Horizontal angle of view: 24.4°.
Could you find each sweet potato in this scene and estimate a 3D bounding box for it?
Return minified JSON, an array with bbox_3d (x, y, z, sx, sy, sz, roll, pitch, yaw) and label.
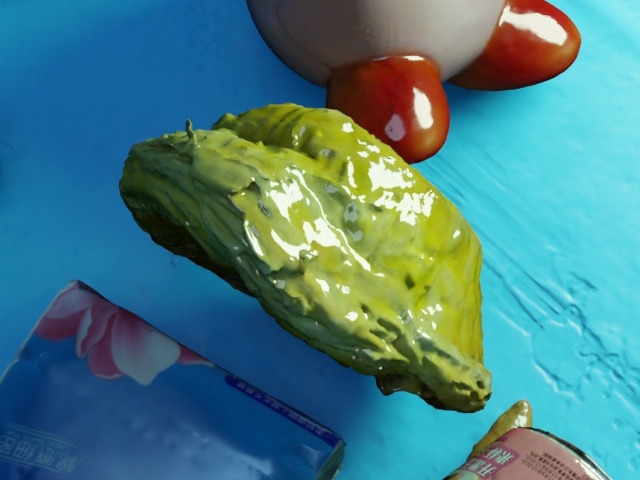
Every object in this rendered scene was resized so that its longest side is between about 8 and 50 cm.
[{"bbox_3d":[0.122,0.221,1.206,0.058,0.055,0.202,29,78,34],"label":"sweet potato"}]

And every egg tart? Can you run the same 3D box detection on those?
[{"bbox_3d":[0.000,0.000,1.128,0.351,0.339,0.153,35,84,-24],"label":"egg tart"}]

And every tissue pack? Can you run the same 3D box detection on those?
[{"bbox_3d":[-0.140,0.187,1.191,0.269,0.137,0.209,29,80,11],"label":"tissue pack"}]

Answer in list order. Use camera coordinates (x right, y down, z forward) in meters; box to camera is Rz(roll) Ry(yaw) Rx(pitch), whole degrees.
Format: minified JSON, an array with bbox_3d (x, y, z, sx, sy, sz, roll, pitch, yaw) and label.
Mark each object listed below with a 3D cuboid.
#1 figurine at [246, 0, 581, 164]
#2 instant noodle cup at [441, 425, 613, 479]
[{"bbox_3d":[0.044,-0.214,1.258,0.269,0.211,0.261,-35,110,-37],"label":"figurine"},{"bbox_3d":[0.110,0.274,1.079,0.255,0.244,0.244,-39,75,-17],"label":"instant noodle cup"}]
